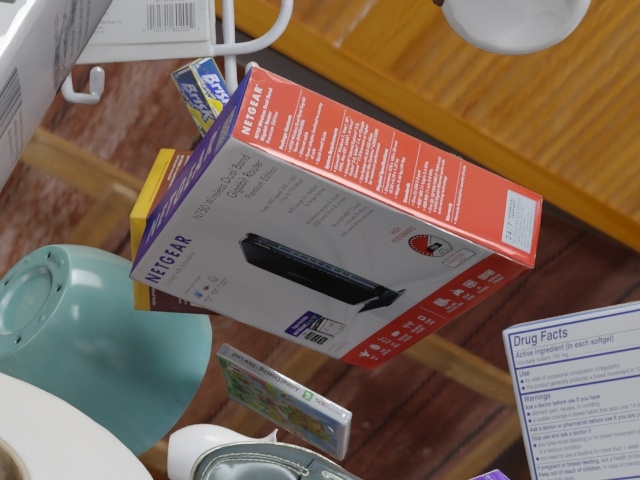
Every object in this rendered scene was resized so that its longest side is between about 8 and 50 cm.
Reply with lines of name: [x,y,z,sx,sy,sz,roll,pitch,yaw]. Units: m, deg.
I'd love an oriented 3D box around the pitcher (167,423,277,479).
pitcher: [-0.189,0.443,2.078,0.125,0.207,0.178,-94,7,-69]

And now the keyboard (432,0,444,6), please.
keyboard: [0.118,-0.322,1.186,0.180,0.023,0.108,-67,-39,-87]

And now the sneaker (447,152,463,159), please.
sneaker: [0.112,-0.015,1.745,0.158,0.410,0.182,-13,102,47]

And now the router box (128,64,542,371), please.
router box: [0.000,0.000,1.069,0.335,0.301,0.082,-44,28,57]

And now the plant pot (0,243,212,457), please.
plant pot: [-0.344,0.144,1.541,0.293,0.235,0.293,-25,43,26]

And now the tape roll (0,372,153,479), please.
tape roll: [-0.289,0.166,0.656,0.392,0.392,0.072,39,115,57]

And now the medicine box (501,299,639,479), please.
medicine box: [0.384,0.216,1.261,0.263,0.149,0.289,-14,81,28]

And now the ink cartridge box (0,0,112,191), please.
ink cartridge box: [-0.310,-0.197,0.949,0.395,0.166,0.285,-64,7,-17]

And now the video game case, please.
video game case: [-0.048,0.224,1.462,0.023,0.193,0.212,-58,-12,-21]

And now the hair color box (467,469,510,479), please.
hair color box: [0.142,0.456,1.489,0.110,0.338,0.185,41,126,40]

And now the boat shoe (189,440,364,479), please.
boat shoe: [0.011,0.301,1.182,0.099,0.319,0.116,130,162,-76]

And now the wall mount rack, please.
wall mount rack: [-0.186,-0.308,1.209,0.350,0.130,0.304,0,96,14]

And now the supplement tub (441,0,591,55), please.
supplement tub: [0.308,-0.470,1.702,0.235,0.235,0.325,-40,25,35]

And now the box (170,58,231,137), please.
box: [-0.176,-0.216,1.771,0.059,0.169,0.054,-12,21,47]

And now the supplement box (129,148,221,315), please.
supplement box: [-0.117,-0.011,1.317,0.191,0.194,0.129,-83,-4,-61]
